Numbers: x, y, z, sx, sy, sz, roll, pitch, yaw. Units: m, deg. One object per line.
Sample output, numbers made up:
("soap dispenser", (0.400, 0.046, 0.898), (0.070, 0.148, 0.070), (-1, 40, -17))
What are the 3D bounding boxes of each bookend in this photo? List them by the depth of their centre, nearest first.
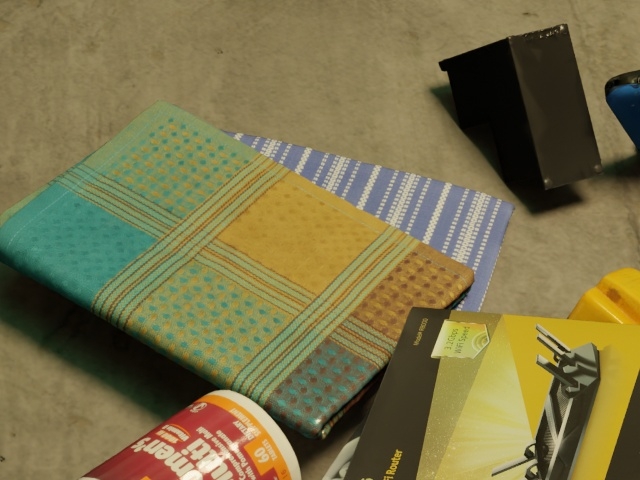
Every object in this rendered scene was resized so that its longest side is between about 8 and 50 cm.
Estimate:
("bookend", (0.203, -0.128, 1.850), (0.072, 0.156, 0.157), (-15, 91, -23))

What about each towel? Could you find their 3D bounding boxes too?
("towel", (-0.081, 0.019, 1.628), (0.370, 0.040, 0.271), (29, 45, 21))
("towel", (0.000, 0.000, 1.722), (0.336, 0.040, 0.243), (15, 41, 9))

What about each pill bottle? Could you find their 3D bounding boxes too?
("pill bottle", (-0.130, 0.219, 1.407), (0.121, 0.121, 0.221), (36, 49, 27))

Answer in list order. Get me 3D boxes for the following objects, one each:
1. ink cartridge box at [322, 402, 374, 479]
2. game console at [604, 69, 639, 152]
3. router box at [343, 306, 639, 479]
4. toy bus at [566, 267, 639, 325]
("ink cartridge box", (0.137, 0.173, 1.518), (0.206, 0.045, 0.208), (11, 38, 24))
("game console", (0.451, -0.196, 1.829), (0.293, 0.250, 0.173), (-12, 64, 21))
("router box", (0.153, 0.181, 1.392), (0.242, 0.081, 0.309), (4, 37, 17))
("toy bus", (0.373, 0.132, 1.536), (0.332, 0.130, 0.108), (42, 27, 23))
